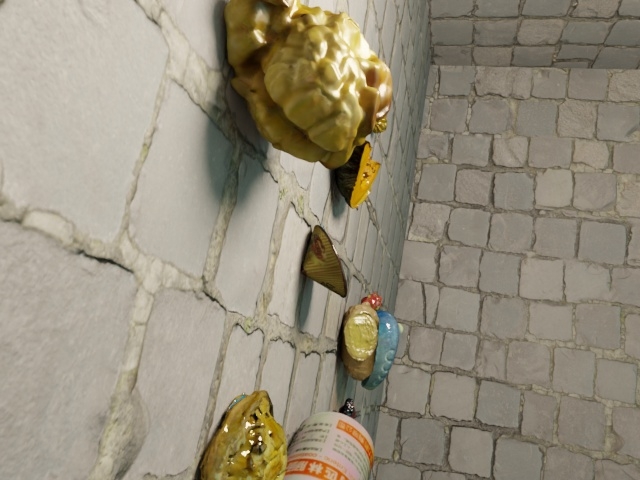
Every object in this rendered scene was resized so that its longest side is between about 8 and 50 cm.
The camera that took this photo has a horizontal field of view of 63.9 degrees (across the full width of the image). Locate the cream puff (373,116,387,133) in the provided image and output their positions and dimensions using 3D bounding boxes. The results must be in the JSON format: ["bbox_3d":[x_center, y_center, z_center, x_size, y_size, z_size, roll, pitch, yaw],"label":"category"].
[{"bbox_3d":[0.209,-0.430,1.863,0.058,0.083,0.083,16,93,-30],"label":"cream puff"}]

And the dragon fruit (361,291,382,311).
[{"bbox_3d":[0.199,0.268,2.080,0.081,0.086,0.116,9,127,-52],"label":"dragon fruit"}]

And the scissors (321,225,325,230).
[{"bbox_3d":[0.000,0.000,1.374,0.036,0.006,0.083,72,29,-60],"label":"scissors"}]

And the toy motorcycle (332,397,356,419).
[{"bbox_3d":[0.069,0.649,1.778,0.122,0.082,0.213,50,60,-70],"label":"toy motorcycle"}]

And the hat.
[{"bbox_3d":[-0.009,0.064,1.250,0.193,0.082,0.193,159,-90,-77],"label":"hat"}]

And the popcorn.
[{"bbox_3d":[-0.024,-0.255,0.825,0.332,0.225,0.265,43,40,-45],"label":"popcorn"}]

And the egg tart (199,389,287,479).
[{"bbox_3d":[-0.121,0.415,0.932,0.291,0.107,0.291,8,90,-74],"label":"egg tart"}]

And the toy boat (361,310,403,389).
[{"bbox_3d":[0.222,0.404,1.929,0.215,0.123,0.330,-110,-153,-55],"label":"toy boat"}]

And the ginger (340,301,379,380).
[{"bbox_3d":[0.135,0.348,1.799,0.221,0.130,0.276,81,18,-74],"label":"ginger"}]

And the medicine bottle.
[{"bbox_3d":[-0.015,0.598,1.190,0.388,0.219,0.219,-46,140,-64],"label":"medicine bottle"}]

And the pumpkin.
[{"bbox_3d":[0.077,-0.186,1.436,0.163,0.111,0.278,-67,165,-1],"label":"pumpkin"}]
